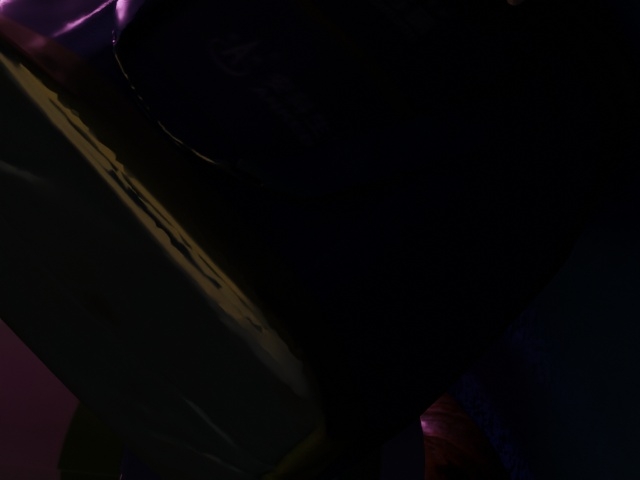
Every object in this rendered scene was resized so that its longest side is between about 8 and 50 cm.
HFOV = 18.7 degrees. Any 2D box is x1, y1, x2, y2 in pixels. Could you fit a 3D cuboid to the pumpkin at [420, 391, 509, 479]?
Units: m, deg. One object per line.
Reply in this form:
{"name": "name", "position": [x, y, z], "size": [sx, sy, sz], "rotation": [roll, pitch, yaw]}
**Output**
{"name": "pumpkin", "position": [0.023, 0.189, 1.330], "size": [0.317, 0.139, 0.221], "rotation": [42, 145, 50]}

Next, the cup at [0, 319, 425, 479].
{"name": "cup", "position": [-0.098, 0.117, 1.105], "size": [0.253, 0.274, 0.253], "rotation": [-13, 71, 41]}

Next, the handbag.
{"name": "handbag", "position": [-0.022, -0.040, 0.881], "size": [0.263, 0.241, 0.222], "rotation": [42, 148, 7]}

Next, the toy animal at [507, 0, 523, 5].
{"name": "toy animal", "position": [0.024, -0.255, 0.680], "size": [0.226, 0.188, 0.358], "rotation": [-122, 15, -65]}
